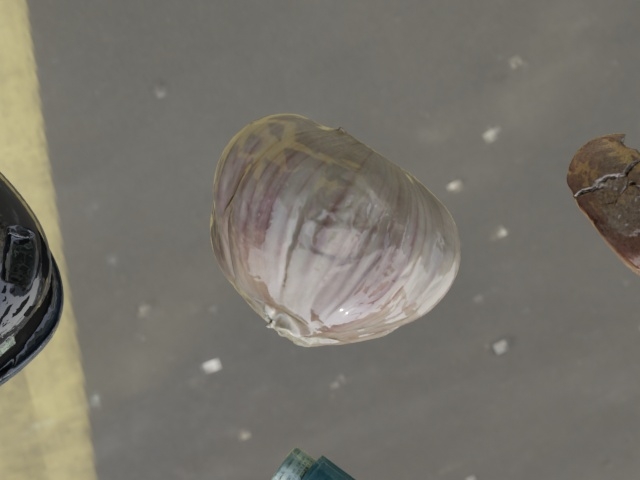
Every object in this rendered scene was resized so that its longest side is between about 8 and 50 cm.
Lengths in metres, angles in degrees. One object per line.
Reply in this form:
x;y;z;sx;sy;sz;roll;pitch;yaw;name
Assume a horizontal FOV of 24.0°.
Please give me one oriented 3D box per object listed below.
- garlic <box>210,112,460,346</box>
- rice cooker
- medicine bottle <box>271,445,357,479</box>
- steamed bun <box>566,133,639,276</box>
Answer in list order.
0.000;0.000;1.854;0.318;0.259;0.317;18;165;5;garlic
-0.389;0.034;1.482;0.267;0.267;0.224;-15;165;-12;rice cooker
0.052;0.377;2.053;0.079;0.258;0.124;-53;169;-11;medicine bottle
0.343;-0.031;1.583;0.106;0.175;0.145;-43;153;12;steamed bun
